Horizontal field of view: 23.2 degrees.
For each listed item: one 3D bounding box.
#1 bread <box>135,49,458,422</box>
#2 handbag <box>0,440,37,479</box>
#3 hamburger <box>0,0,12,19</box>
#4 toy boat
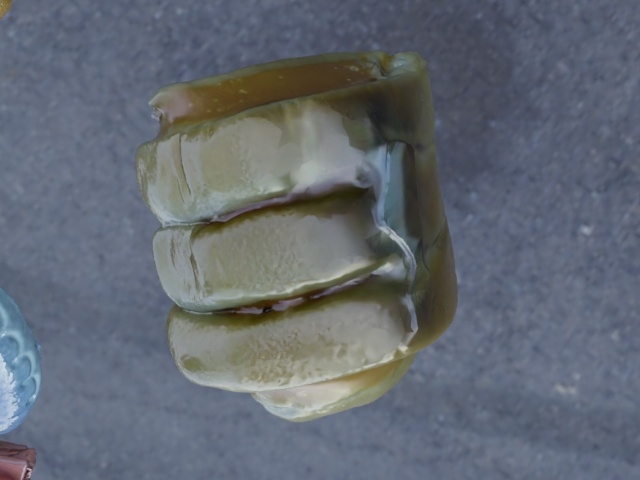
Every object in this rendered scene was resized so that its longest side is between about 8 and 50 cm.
[{"bbox_3d":[0.000,0.000,1.420,0.210,0.300,0.341,1,97,51],"label":"bread"},{"bbox_3d":[-0.340,0.206,1.436,0.157,0.059,0.212,11,173,-10],"label":"handbag"},{"bbox_3d":[-0.374,-0.277,1.404,0.244,0.244,0.163,60,-177,-25],"label":"hamburger"},{"bbox_3d":[-0.457,0.139,1.882,0.215,0.123,0.330,8,145,14],"label":"toy boat"}]
